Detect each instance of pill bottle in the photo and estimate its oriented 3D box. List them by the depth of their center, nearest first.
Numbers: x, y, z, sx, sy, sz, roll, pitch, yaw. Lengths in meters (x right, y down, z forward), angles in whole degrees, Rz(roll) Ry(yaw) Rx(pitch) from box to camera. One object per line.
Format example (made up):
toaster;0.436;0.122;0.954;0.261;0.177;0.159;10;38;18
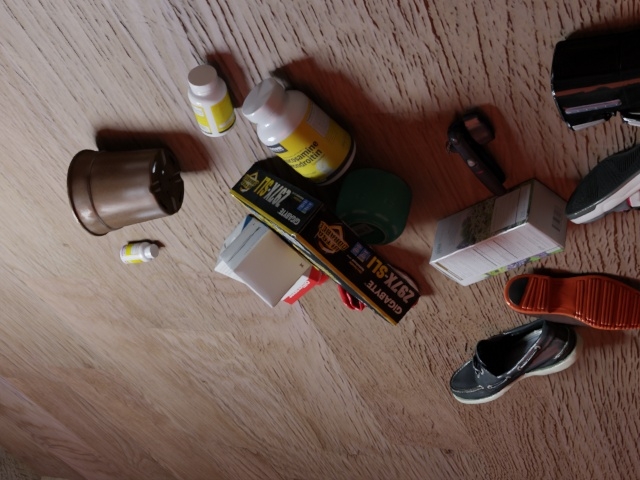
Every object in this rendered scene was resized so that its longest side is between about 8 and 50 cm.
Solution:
pill bottle;-0.036;-0.177;1.524;0.103;0.103;0.184;-18;135;43
pill bottle;-0.180;-0.229;1.543;0.065;0.065;0.116;7;148;14
pill bottle;-0.393;0.026;2.060;0.083;0.043;0.043;-6;142;32

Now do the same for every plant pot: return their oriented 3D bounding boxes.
plant pot;-0.353;-0.099;1.750;0.165;0.167;0.167;-8;142;21

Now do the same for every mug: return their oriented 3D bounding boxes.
mug;0.091;-0.043;1.680;0.129;0.097;0.157;10;148;10

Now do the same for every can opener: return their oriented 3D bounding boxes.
can opener;0.255;-0.129;1.509;0.073;0.059;0.186;-7;141;32

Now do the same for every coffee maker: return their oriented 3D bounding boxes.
coffee maker;0.401;-0.232;1.252;0.178;0.120;0.171;-5;119;29

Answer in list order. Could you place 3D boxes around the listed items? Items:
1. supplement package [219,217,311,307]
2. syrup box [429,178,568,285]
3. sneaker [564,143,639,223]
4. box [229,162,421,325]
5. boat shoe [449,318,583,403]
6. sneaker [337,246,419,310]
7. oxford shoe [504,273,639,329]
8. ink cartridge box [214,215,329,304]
supplement package;-0.106;0.037;1.747;0.105;0.105;0.179;43;176;-16
syrup box;0.307;-0.009;1.640;0.096;0.093;0.237;32;145;-25
sneaker;0.527;-0.071;1.427;0.178;0.124;0.295;36;143;-13
box;0.000;0.000;1.638;0.257;0.079;0.322;44;175;-29
boat shoe;0.378;0.245;1.977;0.113;0.127;0.340;34;143;-25
sneaker;0.105;0.106;1.878;0.221;0.128;0.087;37;144;-28
oxford shoe;0.486;0.116;1.780;0.271;0.097;0.098;11;168;17
ink cartridge box;-0.082;0.052;1.926;0.231;0.078;0.134;25;148;-15
